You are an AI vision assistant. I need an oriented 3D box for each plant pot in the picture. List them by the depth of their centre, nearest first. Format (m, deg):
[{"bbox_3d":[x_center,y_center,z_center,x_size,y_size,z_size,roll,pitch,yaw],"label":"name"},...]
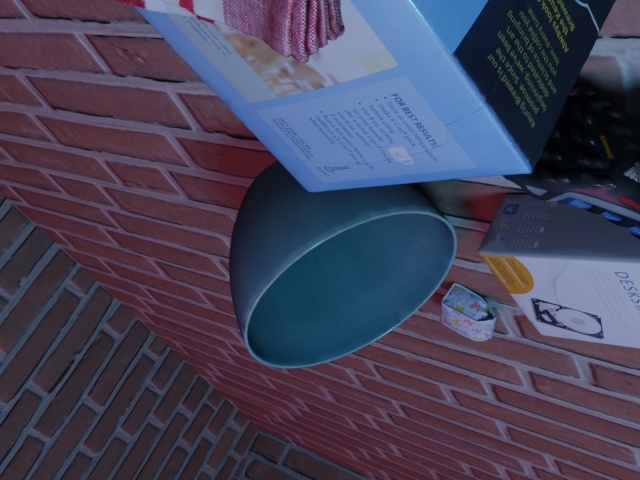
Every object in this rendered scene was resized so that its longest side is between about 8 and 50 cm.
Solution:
[{"bbox_3d":[0.000,0.000,0.958,0.195,0.290,0.290,58,173,33],"label":"plant pot"}]

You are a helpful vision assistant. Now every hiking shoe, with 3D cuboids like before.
[{"bbox_3d":[0.264,-0.046,0.645,0.304,0.113,0.132,33,170,49],"label":"hiking shoe"}]

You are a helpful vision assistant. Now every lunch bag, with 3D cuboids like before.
[{"bbox_3d":[0.229,0.113,1.133,0.083,0.053,0.071,31,156,25],"label":"lunch bag"}]

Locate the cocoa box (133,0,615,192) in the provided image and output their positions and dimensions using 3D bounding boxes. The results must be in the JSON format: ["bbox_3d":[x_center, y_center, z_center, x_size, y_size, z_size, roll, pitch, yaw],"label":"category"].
[{"bbox_3d":[0.009,-0.227,0.493,0.231,0.228,0.347,0,142,50],"label":"cocoa box"}]

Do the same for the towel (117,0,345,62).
[{"bbox_3d":[-0.144,-0.224,0.358,0.329,0.037,0.237,22,148,26],"label":"towel"}]

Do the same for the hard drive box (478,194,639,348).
[{"bbox_3d":[0.324,0.036,0.820,0.232,0.089,0.181,1,144,48],"label":"hard drive box"}]
